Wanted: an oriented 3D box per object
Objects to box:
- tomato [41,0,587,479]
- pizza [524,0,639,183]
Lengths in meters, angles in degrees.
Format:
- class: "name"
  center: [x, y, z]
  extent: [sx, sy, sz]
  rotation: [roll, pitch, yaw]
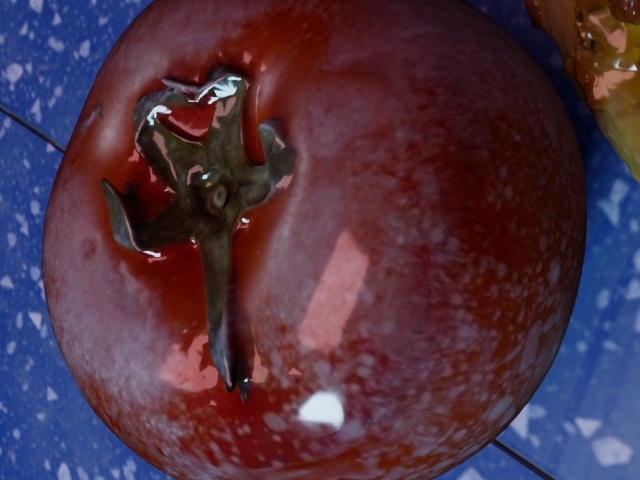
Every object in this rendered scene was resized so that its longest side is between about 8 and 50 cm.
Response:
- class: "tomato"
  center: [0.000, 0.000, 0.538]
  extent: [0.270, 0.227, 0.270]
  rotation: [-8, 74, 29]
- class: "pizza"
  center: [0.198, -0.134, 0.427]
  extent: [0.277, 0.114, 0.409]
  rotation: [-34, 69, 47]
